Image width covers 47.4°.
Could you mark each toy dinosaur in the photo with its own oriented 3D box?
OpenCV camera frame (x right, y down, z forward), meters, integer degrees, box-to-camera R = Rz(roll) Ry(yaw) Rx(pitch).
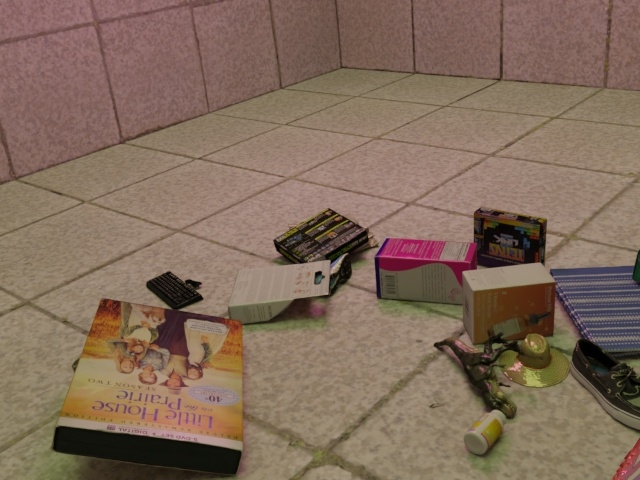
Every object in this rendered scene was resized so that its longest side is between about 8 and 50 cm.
[{"bbox_3d":[0.314,0.224,1.384,0.118,0.064,0.268,-33,26,-3],"label":"toy dinosaur"}]

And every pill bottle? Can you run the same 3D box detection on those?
[{"bbox_3d":[0.279,0.319,1.223,0.043,0.043,0.083,16,32,39],"label":"pill bottle"}]

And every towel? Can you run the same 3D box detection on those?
[{"bbox_3d":[0.640,0.146,1.542,0.243,0.040,0.336,-3,26,0],"label":"towel"}]

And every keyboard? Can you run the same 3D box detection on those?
[{"bbox_3d":[-0.359,0.117,1.836,0.108,0.023,0.180,-21,29,-30],"label":"keyboard"}]

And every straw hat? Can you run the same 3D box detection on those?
[{"bbox_3d":[0.413,0.214,1.401,0.145,0.061,0.144,-6,25,3],"label":"straw hat"}]

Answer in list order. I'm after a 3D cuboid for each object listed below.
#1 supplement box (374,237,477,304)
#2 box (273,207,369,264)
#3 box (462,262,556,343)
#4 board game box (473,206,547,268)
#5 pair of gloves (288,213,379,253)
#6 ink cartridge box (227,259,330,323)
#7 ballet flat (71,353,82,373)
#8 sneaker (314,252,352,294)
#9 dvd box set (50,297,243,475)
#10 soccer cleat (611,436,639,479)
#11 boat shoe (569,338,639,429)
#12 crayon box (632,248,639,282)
[{"bbox_3d":[0.248,0.070,1.693,0.220,0.111,0.114,4,26,20],"label":"supplement box"},{"bbox_3d":[0.000,0.000,1.914,0.191,0.045,0.184,-32,33,-21],"label":"box"},{"bbox_3d":[0.388,0.129,1.509,0.171,0.130,0.091,-7,24,-1],"label":"box"},{"bbox_3d":[0.454,0.003,1.754,0.170,0.141,0.048,14,30,37],"label":"board game box"},{"bbox_3d":[0.034,-0.017,2.014,0.204,0.042,0.240,-14,26,-16],"label":"pair of gloves"},{"bbox_3d":[-0.092,0.120,1.722,0.232,0.066,0.189,-3,24,4],"label":"ink cartridge box"},{"bbox_3d":[-0.448,0.266,1.453,0.096,0.095,0.280,-18,25,-5],"label":"ballet flat"},{"bbox_3d":[0.022,0.076,1.792,0.073,0.063,0.162,4,25,31],"label":"sneaker"},{"bbox_3d":[-0.298,0.255,1.361,0.308,0.062,0.420,11,22,-10],"label":"dvd box set"},{"bbox_3d":[0.455,0.357,1.059,0.095,0.083,0.248,8,31,24],"label":"soccer cleat"},{"bbox_3d":[0.525,0.246,1.287,0.080,0.076,0.228,-11,25,-11],"label":"boat shoe"},{"bbox_3d":[0.837,0.074,1.546,0.165,0.081,0.278,-22,35,-39],"label":"crayon box"}]
